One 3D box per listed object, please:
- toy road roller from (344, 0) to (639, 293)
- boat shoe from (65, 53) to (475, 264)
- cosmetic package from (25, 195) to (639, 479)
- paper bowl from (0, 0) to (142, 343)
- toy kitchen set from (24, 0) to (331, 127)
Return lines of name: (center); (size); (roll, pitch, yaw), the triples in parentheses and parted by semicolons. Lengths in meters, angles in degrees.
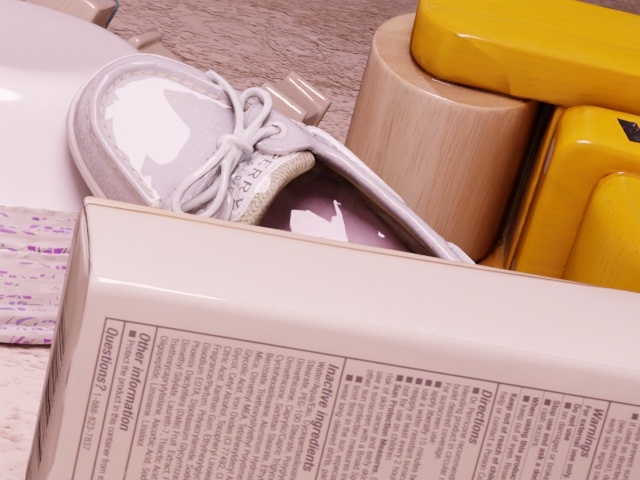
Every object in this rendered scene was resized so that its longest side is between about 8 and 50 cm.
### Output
toy road roller: (0.171, -0.004, 1.208); (0.329, 0.202, 0.240); (14, 35, 0)
boat shoe: (-0.001, 0.003, 1.049); (0.320, 0.103, 0.118); (42, 67, 7)
cosmetic package: (0.028, 0.093, 0.898); (0.309, 0.160, 0.113); (11, 19, -13)
paper bowl: (-0.207, -0.059, 1.182); (0.284, 0.148, 0.284); (13, 20, -5)
toy kitchen set: (-0.124, -0.108, 1.484); (0.207, 0.122, 0.166); (38, 23, 7)
